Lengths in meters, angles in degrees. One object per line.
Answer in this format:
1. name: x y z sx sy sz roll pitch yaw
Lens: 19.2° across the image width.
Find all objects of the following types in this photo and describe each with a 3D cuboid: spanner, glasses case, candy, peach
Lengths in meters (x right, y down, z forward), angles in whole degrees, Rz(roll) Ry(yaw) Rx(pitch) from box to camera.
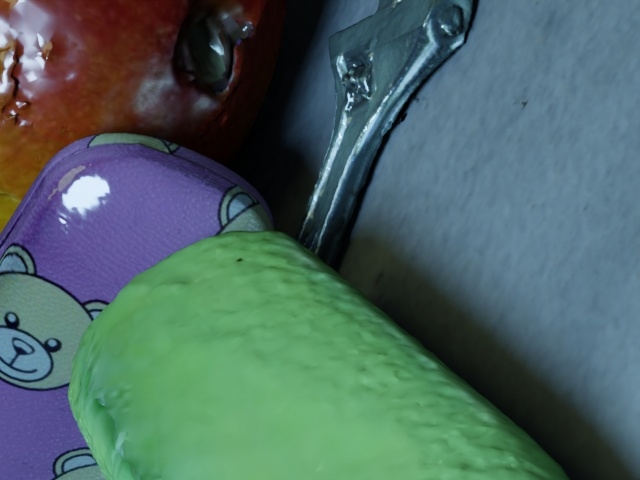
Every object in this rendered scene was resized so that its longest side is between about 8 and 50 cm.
1. spanner: 0.000 0.000 0.919 0.093 0.026 0.325 19 88 59
2. glasses case: -0.135 0.075 0.960 0.316 0.123 0.076 -54 22 31
3. candy: 0.009 0.113 0.737 0.142 0.132 0.343 -25 32 -13
4. peach: -0.147 -0.102 1.006 0.281 0.238 0.281 -21 12 5
